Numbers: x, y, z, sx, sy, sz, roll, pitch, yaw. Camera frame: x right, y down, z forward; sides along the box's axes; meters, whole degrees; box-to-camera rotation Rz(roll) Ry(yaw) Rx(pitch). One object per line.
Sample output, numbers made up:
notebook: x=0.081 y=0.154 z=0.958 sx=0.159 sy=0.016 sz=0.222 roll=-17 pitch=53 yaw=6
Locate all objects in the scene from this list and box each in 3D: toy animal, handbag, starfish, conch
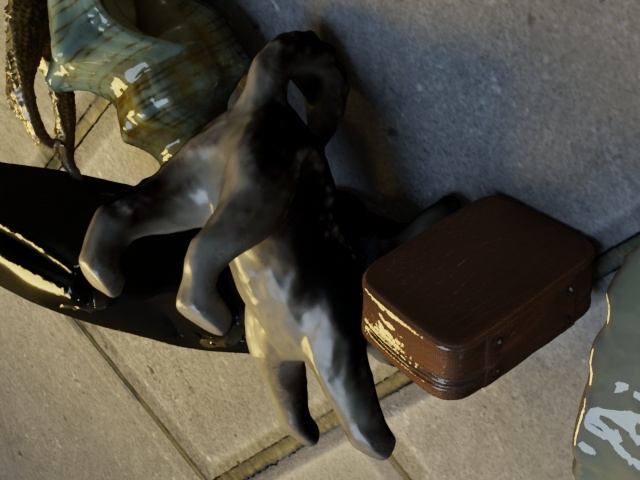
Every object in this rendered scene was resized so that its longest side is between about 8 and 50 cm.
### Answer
toy animal: x=0.000 y=0.000 z=1.589 sx=0.344 sy=0.303 sz=0.194 roll=41 pitch=162 yaw=-33
handbag: x=0.130 y=0.044 z=1.476 sx=0.151 sy=0.193 sz=0.072 roll=32 pitch=142 yaw=33
starfish: x=-0.290 y=-0.233 z=1.727 sx=0.060 sy=0.302 sz=0.299 roll=-19 pitch=127 yaw=10
conch: x=-0.194 y=-0.201 z=1.640 sx=0.169 sy=0.203 sz=0.386 roll=-37 pitch=86 yaw=19
handbag: x=-0.197 y=0.029 z=1.735 sx=0.288 sy=0.342 sz=0.152 roll=28 pitch=99 yaw=55

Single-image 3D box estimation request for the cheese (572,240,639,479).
cheese: x=0.314 y=0.062 z=1.121 sx=0.153 sy=0.332 sz=0.292 roll=31 pitch=-178 yaw=33
